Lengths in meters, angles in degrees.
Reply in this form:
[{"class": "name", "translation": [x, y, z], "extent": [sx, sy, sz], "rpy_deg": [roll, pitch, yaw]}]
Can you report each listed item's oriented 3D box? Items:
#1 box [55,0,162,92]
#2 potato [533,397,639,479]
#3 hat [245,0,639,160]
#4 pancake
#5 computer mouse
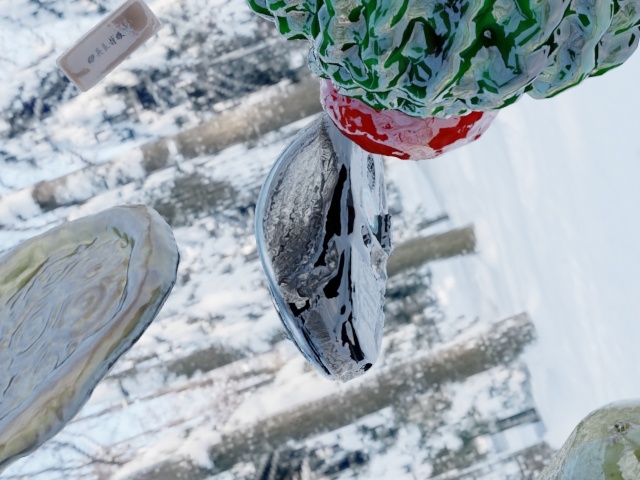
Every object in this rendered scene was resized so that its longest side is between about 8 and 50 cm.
[{"class": "box", "translation": [-0.224, -0.209, 1.027], "extent": [0.048, 0.115, 0.025], "rpy_deg": [51, 177, -19]}, {"class": "potato", "translation": [0.288, 0.216, 0.742], "extent": [0.202, 0.351, 0.218], "rpy_deg": [5, -117, -43]}, {"class": "hat", "translation": [0.072, -0.144, 0.504], "extent": [0.242, 0.274, 0.332], "rpy_deg": [46, 156, 24]}, {"class": "pancake", "translation": [-0.197, 0.065, 0.656], "extent": [0.031, 0.250, 0.250], "rpy_deg": [51, -168, -31]}, {"class": "computer mouse", "translation": [0.000, 0.000, 0.791], "extent": [0.137, 0.096, 0.233], "rpy_deg": [53, -143, -52]}]
